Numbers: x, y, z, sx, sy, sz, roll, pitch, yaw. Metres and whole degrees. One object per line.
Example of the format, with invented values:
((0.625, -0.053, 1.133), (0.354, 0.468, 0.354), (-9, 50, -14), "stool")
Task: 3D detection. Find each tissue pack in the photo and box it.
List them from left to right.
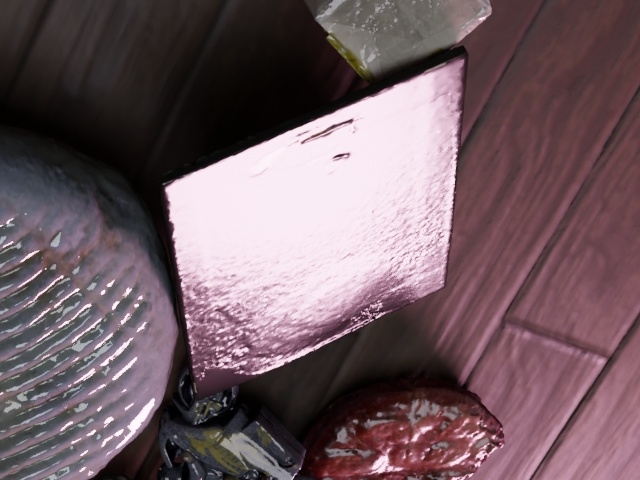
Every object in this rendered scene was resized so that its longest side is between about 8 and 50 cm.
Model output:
((0.044, -0.190, 1.134), (0.106, 0.148, 0.099), (-38, 120, 8), "tissue pack")

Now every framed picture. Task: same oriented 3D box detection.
((0.000, 0.000, 1.191), (0.244, 0.013, 0.324), (-25, 149, -15), "framed picture")

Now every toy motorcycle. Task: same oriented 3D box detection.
((-0.082, 0.197, 1.348), (0.124, 0.061, 0.193), (-33, 104, 18), "toy motorcycle")

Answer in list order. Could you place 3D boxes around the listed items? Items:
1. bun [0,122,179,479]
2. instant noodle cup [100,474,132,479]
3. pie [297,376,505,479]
((-0.281, 0.055, 1.150), (0.354, 0.194, 0.354), (-15, 121, -27), "bun")
((-0.129, 0.330, 1.351), (0.207, 0.207, 0.233), (-43, 112, 10), "instant noodle cup")
((0.071, 0.219, 1.417), (0.204, 0.054, 0.218), (12, 116, -20), "pie")
